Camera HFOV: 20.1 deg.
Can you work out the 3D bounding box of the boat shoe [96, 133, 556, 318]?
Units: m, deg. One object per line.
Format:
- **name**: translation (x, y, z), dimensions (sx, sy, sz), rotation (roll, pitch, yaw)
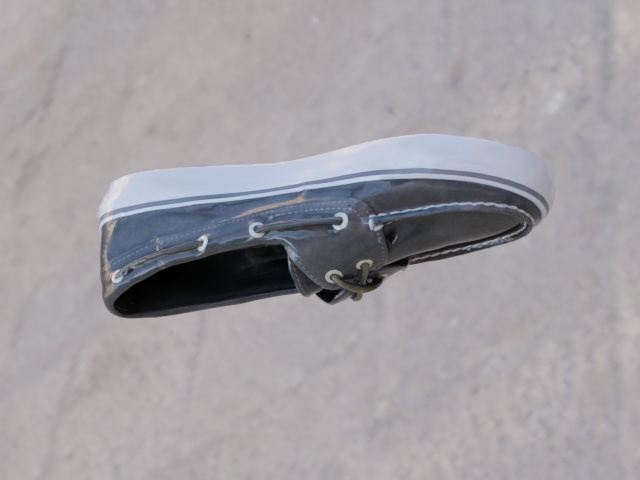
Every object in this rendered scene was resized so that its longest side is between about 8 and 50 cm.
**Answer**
- **boat shoe**: translation (0.000, 0.000, 0.535), dimensions (0.142, 0.049, 0.040), rotation (-5, 63, 18)
